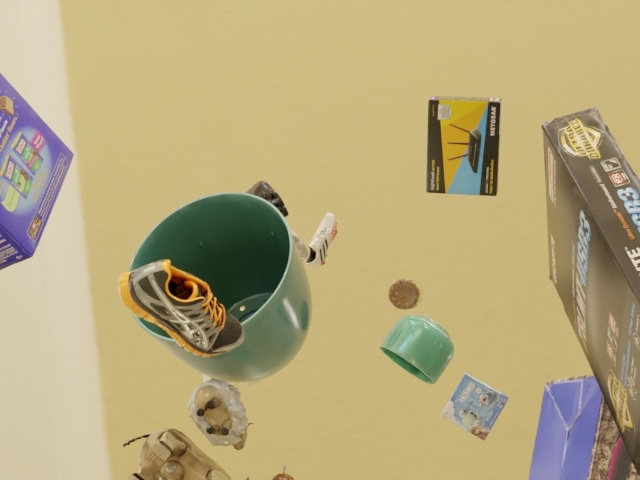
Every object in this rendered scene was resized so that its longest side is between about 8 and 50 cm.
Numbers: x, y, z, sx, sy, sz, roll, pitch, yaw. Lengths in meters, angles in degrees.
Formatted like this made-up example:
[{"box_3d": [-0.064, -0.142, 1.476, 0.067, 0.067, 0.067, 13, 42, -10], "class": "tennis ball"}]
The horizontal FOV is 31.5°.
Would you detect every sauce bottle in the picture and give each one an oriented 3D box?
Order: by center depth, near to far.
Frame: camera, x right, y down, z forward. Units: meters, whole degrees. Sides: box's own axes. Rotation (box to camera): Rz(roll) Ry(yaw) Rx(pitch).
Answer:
[{"box_3d": [0.115, 0.071, 1.495, 0.128, 0.042, 0.042, 19, -123, -78], "class": "sauce bottle"}]

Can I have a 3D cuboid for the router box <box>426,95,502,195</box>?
[{"box_3d": [0.265, -0.175, 2.103, 0.046, 0.133, 0.179, -56, -33, -69], "class": "router box"}]

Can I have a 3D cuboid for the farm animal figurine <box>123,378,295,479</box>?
[{"box_3d": [-0.188, 0.432, 1.839, 0.327, 0.330, 0.172, 53, -172, 4], "class": "farm animal figurine"}]

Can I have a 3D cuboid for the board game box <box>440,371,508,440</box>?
[{"box_3d": [0.276, 0.297, 2.033, 0.090, 0.090, 0.020, -62, -6, 6], "class": "board game box"}]

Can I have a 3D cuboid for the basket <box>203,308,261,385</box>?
[{"box_3d": [-0.177, 0.219, 2.350, 0.113, 0.103, 0.167, 9, -96, -78], "class": "basket"}]

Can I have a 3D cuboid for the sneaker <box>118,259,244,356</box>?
[{"box_3d": [-0.178, 0.094, 1.580, 0.215, 0.083, 0.084, 32, -142, -40], "class": "sneaker"}]

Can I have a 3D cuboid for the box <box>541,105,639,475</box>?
[{"box_3d": [0.323, 0.058, 1.226, 0.295, 0.073, 0.293, 75, 177, -52], "class": "box"}]

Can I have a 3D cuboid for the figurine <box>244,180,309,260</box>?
[{"box_3d": [-0.148, 0.019, 2.236, 0.092, 0.209, 0.215, 46, 167, 45], "class": "figurine"}]

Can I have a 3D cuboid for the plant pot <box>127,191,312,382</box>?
[{"box_3d": [-0.146, 0.105, 1.921, 0.235, 0.293, 0.293, 62, -159, -49], "class": "plant pot"}]

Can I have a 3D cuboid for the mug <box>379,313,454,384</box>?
[{"box_3d": [0.184, 0.198, 2.199, 0.097, 0.158, 0.129, -54, -43, -10], "class": "mug"}]

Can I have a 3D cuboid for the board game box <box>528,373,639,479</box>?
[{"box_3d": [0.422, 0.322, 1.437, 0.141, 0.291, 0.232, 152, 135, -65], "class": "board game box"}]

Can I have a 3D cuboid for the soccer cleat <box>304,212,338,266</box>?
[{"box_3d": [0.000, 0.000, 1.630, 0.035, 0.029, 0.083, 0, -65, -47], "class": "soccer cleat"}]

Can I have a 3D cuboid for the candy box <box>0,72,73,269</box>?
[{"box_3d": [-0.547, -0.146, 1.736, 0.317, 0.122, 0.268, 54, -154, -32], "class": "candy box"}]
